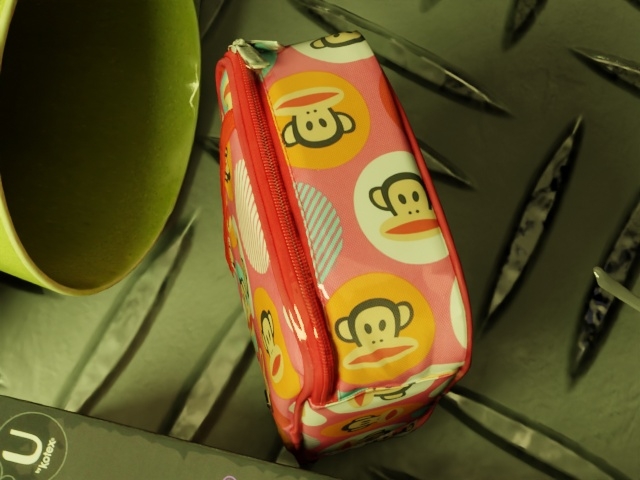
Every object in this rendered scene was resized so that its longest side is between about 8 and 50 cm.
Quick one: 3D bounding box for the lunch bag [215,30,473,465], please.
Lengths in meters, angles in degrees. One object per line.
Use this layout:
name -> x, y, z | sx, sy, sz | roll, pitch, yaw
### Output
lunch bag -> 0.000, 0.000, 0.653 | 0.120, 0.293, 0.258 | -12, 68, -9

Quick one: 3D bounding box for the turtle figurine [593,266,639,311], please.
turtle figurine -> 0.359, 0.066, 0.696 | 0.198, 0.275, 0.266 | -41, 67, 23

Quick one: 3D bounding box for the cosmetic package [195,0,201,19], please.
cosmetic package -> -0.278, -0.307, 0.816 | 0.366, 0.155, 0.196 | 4, 74, -3

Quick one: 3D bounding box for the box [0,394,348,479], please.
box -> -0.091, 0.210, 0.642 | 0.270, 0.165, 0.143 | 14, 72, 1

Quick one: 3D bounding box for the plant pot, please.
plant pot -> -0.279, -0.121, 0.715 | 0.294, 0.275, 0.274 | 10, 70, 17
